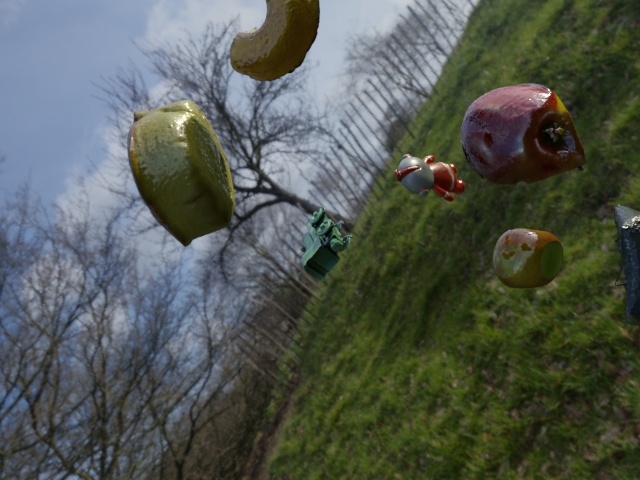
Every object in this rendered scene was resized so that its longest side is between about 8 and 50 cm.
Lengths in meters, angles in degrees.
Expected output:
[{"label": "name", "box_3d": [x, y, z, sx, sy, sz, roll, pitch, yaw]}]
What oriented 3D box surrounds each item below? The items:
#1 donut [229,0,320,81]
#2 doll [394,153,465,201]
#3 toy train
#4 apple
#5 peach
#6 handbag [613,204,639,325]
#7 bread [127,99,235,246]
[{"label": "donut", "box_3d": [-0.081, -0.428, 1.054, 0.101, 0.152, 0.259, -26, -53, -60]}, {"label": "doll", "box_3d": [0.273, -0.162, 1.428, 0.245, 0.142, 0.076, -4, -30, -38]}, {"label": "toy train", "box_3d": [0.001, 0.000, 1.360, 0.132, 0.083, 0.200, -50, 18, 9]}, {"label": "apple", "box_3d": [0.507, 0.047, 1.379, 0.146, 0.163, 0.147, 4, 86, 54]}, {"label": "peach", "box_3d": [0.331, -0.198, 1.004, 0.158, 0.154, 0.267, -19, 21, 4]}, {"label": "handbag", "box_3d": [0.664, 0.056, 1.178, 0.175, 0.088, 0.271, -4, -91, -79]}, {"label": "bread", "box_3d": [-0.262, -0.127, 1.058, 0.148, 0.270, 0.270, -17, -2, 6]}]
